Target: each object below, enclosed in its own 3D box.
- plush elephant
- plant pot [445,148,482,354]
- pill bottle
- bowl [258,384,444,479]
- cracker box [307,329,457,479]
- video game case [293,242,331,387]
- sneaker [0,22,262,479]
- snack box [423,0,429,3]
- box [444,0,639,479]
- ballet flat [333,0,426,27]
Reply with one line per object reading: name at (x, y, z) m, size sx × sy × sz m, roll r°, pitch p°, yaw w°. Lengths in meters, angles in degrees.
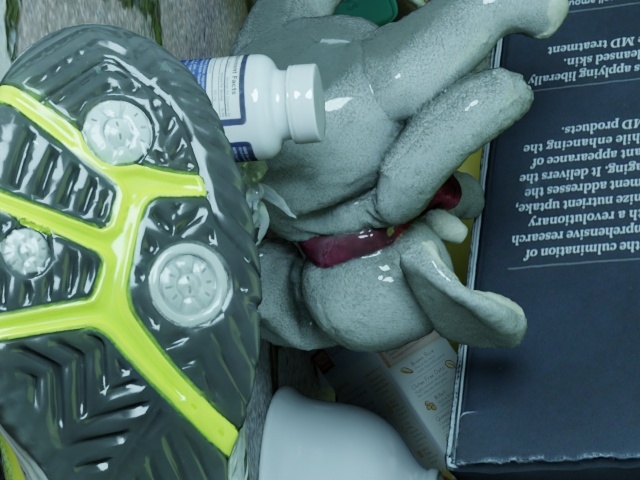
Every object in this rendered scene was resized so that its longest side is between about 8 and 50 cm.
plush elephant at (0.042, -0.036, 1.435) m, size 0.330 × 0.272 × 0.255 m, roll -54°, pitch 133°, yaw -31°
plant pot at (0.131, -0.026, 1.910) m, size 0.239 × 0.254 × 0.254 m, roll 51°, pitch 30°, yaw -37°
pill bottle at (-0.060, -0.081, 1.221) m, size 0.067 × 0.120 × 0.067 m, roll -4°, pitch 90°, yaw -81°
bowl at (0.039, 0.265, 1.645) m, size 0.298 × 0.134 × 0.297 m, roll -5°, pitch 90°, yaw -80°
cracker box at (0.092, 0.157, 1.738) m, size 0.232 × 0.067 × 0.156 m, roll 55°, pitch -20°, yaw 3°
video game case at (0.000, 0.000, 1.878) m, size 0.193 × 0.023 × 0.212 m, roll -81°, pitch 163°, yaw -56°
sneaker at (-0.104, 0.091, 0.937) m, size 0.147 × 0.145 × 0.384 m, roll 165°, pitch -81°, yaw -68°
snack box at (0.100, -0.370, 1.920) m, size 0.187 × 0.060 × 0.322 m, roll -52°, pitch 153°, yaw -4°
box at (0.340, 0.065, 1.668) m, size 0.480 × 0.297 × 0.471 m, roll 49°, pitch 44°, yaw -51°
ballet flat at (0.033, -0.237, 1.933) m, size 0.400 × 0.139 × 0.139 m, roll 60°, pitch 27°, yaw -68°
